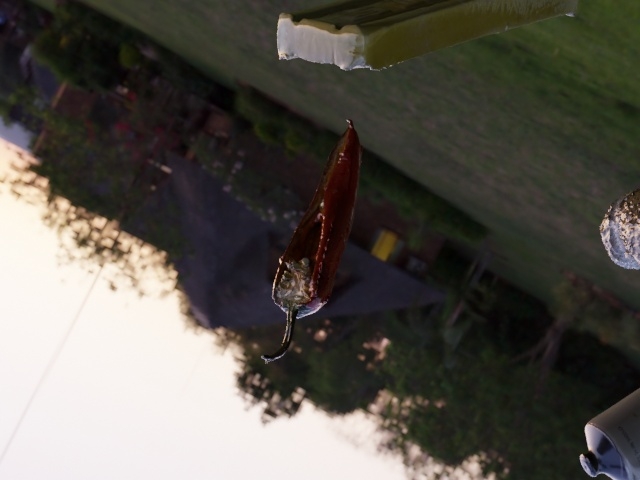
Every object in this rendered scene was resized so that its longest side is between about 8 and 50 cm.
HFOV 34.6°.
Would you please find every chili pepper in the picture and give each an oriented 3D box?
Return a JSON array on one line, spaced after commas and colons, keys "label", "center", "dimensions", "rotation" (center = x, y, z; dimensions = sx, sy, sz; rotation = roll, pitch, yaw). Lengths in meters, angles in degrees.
[{"label": "chili pepper", "center": [0.000, 0.000, 1.014], "dimensions": [0.059, 0.268, 0.050], "rotation": [-6, 146, 42]}]

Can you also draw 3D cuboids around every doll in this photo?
[{"label": "doll", "center": [0.371, -0.005, 1.093], "dimensions": [0.105, 0.115, 0.221], "rotation": [11, -167, -4]}]

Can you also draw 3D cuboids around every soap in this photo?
[{"label": "soap", "center": [0.089, -0.175, 0.794], "dimensions": [0.252, 0.037, 0.092], "rotation": [-21, -152, -36]}]

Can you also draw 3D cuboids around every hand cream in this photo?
[{"label": "hand cream", "center": [0.275, 0.125, 0.765], "dimensions": [0.087, 0.186, 0.054], "rotation": [61, 170, 11]}]
